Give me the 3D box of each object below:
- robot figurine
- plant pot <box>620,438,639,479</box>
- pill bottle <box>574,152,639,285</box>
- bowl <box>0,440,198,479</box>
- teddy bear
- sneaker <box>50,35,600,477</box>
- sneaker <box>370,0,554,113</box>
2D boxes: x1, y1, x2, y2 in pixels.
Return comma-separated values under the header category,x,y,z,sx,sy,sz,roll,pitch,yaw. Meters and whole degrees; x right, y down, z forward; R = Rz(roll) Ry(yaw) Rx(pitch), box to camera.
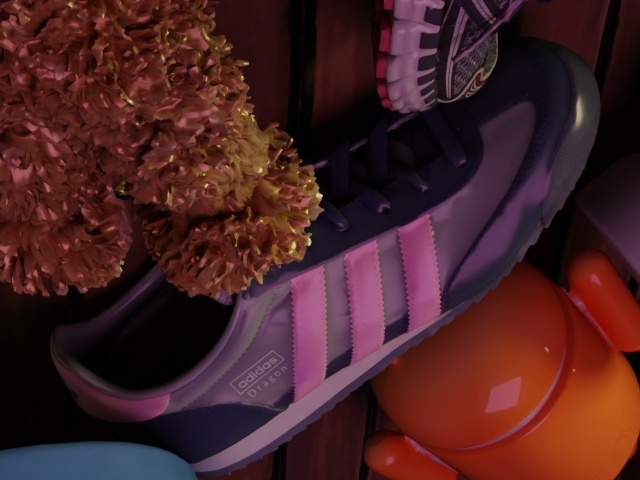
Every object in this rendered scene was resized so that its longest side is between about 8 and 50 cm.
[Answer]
category,x,y,z,sx,sy,sz,roll,pitch,yaw
robot figurine,0.113,0.083,0.857,0.158,0.128,0.219,-12,146,32
plant pot,0.365,0.082,0.937,0.257,0.256,0.274,6,108,-32
pill bottle,0.298,-0.069,0.790,0.301,0.169,0.169,-39,136,7
bowl,-0.228,0.211,0.724,0.391,0.077,0.391,-20,159,-8
teddy bear,-0.106,-0.094,0.556,0.245,0.113,0.338,16,135,5
sneaker,0.000,0.000,0.731,0.319,0.112,0.131,-44,138,11
sneaker,0.080,-0.142,0.578,0.112,0.120,0.299,4,157,-3
